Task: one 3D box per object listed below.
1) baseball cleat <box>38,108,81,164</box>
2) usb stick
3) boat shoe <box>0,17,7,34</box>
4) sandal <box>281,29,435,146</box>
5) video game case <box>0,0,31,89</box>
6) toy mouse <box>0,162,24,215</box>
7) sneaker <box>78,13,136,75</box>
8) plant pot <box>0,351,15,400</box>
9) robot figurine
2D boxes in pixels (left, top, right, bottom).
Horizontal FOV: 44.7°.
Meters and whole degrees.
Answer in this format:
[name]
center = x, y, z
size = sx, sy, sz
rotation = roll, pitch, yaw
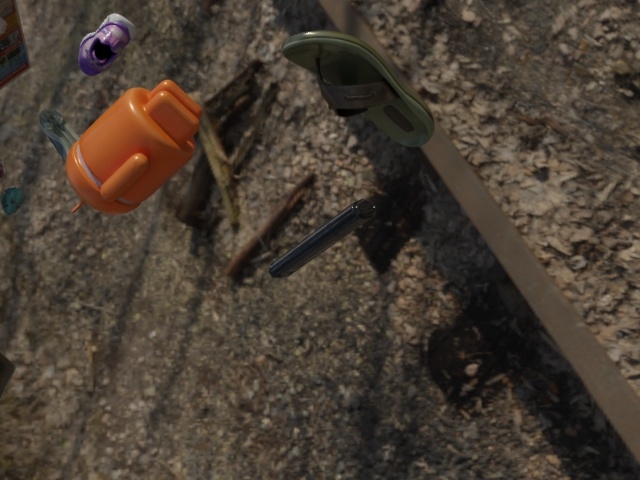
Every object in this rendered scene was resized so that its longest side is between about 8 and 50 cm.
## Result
[baseball cleat]
center = -0.542, -0.199, 1.717
size = 0.206, 0.072, 0.109
rotation = 57, 169, 1
[usb stick]
center = 0.000, 0.000, 1.592
size = 0.278, 0.077, 0.045
rotation = -35, 84, 34
[boat shoe]
center = -0.581, -0.363, 1.156
size = 0.075, 0.226, 0.083
rotation = -56, 35, -4
[sandal]
center = 0.068, -0.231, 1.245
size = 0.120, 0.303, 0.086
rotation = -15, 48, 54
[video game case]
center = -0.716, -0.421, 1.640
size = 0.025, 0.204, 0.285
rotation = 31, 146, 13
[toy mouse]
center = -0.599, -0.105, 1.458
size = 0.031, 0.143, 0.161
rotation = -29, 88, 20
[sneaker]
center = -0.566, -0.482, 1.996
size = 0.236, 0.095, 0.104
rotation = -26, 38, 47
[plant pot]
center = -0.698, 0.272, 1.557
size = 0.096, 0.109, 0.109
rotation = 1, 53, 17
[robot figurine]
center = -0.262, -0.123, 1.081
size = 0.219, 0.128, 0.158
rotation = -39, 64, 18
